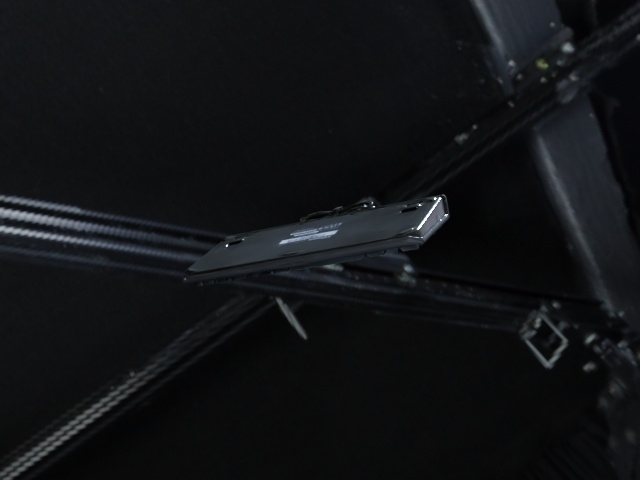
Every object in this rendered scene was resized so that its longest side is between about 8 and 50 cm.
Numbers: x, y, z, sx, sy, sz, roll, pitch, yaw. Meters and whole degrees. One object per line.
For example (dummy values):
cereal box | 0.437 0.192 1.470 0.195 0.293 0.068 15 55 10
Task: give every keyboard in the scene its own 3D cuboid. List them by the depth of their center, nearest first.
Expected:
keyboard | 0.000 0.000 0.652 0.180 0.108 0.023 -10 -73 24
